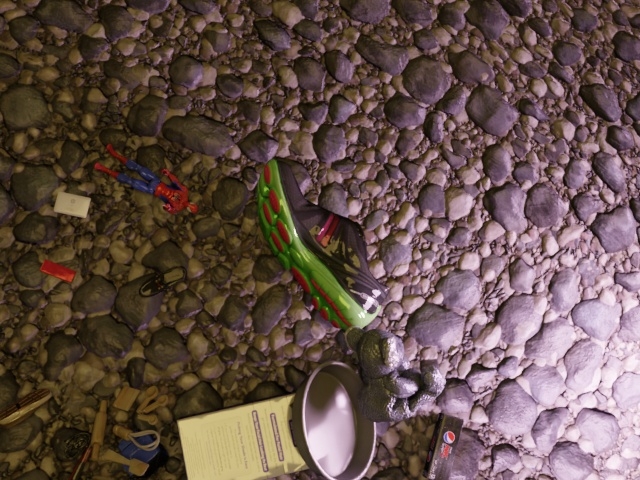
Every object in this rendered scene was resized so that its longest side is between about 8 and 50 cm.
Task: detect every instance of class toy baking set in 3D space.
[{"bbox_3d":[-0.454,0.438,1.755,0.196,0.030,0.256,-17,42,16],"label":"toy baking set"}]

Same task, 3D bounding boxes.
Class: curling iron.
[{"bbox_3d":[-0.616,0.592,1.793,0.068,0.035,0.274,17,78,0],"label":"curling iron"}]

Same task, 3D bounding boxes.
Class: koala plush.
[{"bbox_3d":[0.155,0.305,1.809,0.203,0.196,0.221,-38,122,-24],"label":"koala plush"}]

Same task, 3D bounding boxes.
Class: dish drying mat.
[{"bbox_3d":[-0.660,0.077,1.883,0.083,0.008,0.032,22,78,-3],"label":"dish drying mat"}]

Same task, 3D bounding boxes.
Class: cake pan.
[{"bbox_3d":[0.031,0.440,1.808,0.054,0.293,0.293,-18,81,35],"label":"cake pan"}]

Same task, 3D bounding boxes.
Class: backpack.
[{"bbox_3d":[-0.419,0.508,1.789,0.098,0.120,0.101,-35,67,-8],"label":"backpack"}]

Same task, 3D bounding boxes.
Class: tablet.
[{"bbox_3d":[-0.634,-0.091,1.914,0.083,0.006,0.054,12,79,-6],"label":"tablet"}]

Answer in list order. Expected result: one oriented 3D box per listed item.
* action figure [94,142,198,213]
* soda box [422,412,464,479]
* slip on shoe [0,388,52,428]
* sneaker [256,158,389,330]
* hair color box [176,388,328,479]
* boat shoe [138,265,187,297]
[{"bbox_3d":[-0.433,-0.149,1.888,0.280,0.139,0.092,30,80,-4],"label":"action figure"},{"bbox_3d":[0.314,0.530,1.914,0.060,0.053,0.169,18,80,-5],"label":"soda box"},{"bbox_3d":[-0.709,0.407,1.809,0.135,0.051,0.041,-32,126,-19],"label":"slip on shoe"},{"bbox_3d":[0.000,0.000,1.919,0.202,0.185,0.483,-32,89,-29],"label":"sneaker"},{"bbox_3d":[-0.167,0.489,1.832,0.338,0.110,0.185,-11,82,-7],"label":"hair color box"},{"bbox_3d":[-0.400,0.103,1.896,0.133,0.042,0.049,-27,87,-9],"label":"boat shoe"}]
